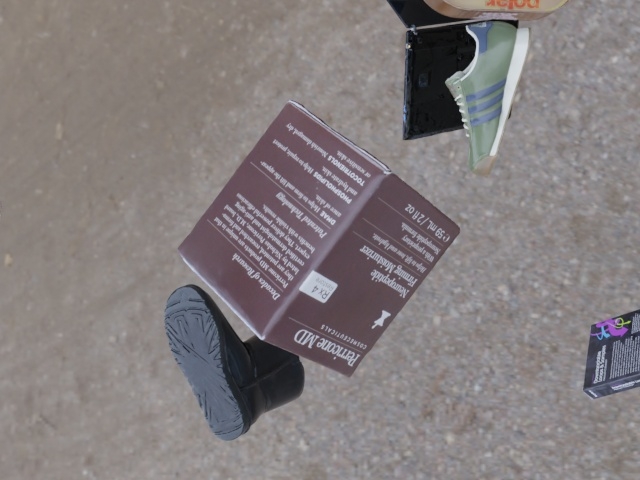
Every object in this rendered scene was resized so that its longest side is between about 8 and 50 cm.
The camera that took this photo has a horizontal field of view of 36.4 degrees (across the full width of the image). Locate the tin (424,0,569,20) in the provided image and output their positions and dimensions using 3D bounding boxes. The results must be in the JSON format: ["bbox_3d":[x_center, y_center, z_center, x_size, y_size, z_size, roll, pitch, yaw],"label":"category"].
[{"bbox_3d":[0.188,-0.291,1.053,0.040,0.189,0.106,142,124,-68],"label":"tin"}]

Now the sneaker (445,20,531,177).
[{"bbox_3d":[0.194,-0.179,1.206,0.064,0.086,0.192,-73,-4,-68],"label":"sneaker"}]

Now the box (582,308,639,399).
[{"bbox_3d":[0.427,0.141,1.297,0.162,0.029,0.116,-25,32,42],"label":"box"}]

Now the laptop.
[{"bbox_3d":[0.184,-0.316,1.536,0.136,0.234,0.264,28,125,49],"label":"laptop"}]

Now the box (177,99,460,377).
[{"bbox_3d":[0.000,0.000,1.015,0.167,0.168,0.203,40,95,39],"label":"box"}]

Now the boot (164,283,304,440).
[{"bbox_3d":[-0.126,0.165,1.512,0.094,0.207,0.247,-20,94,29],"label":"boot"}]

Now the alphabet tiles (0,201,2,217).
[{"bbox_3d":[-0.330,-0.045,0.777,0.021,0.284,0.278,-7,106,8],"label":"alphabet tiles"}]
